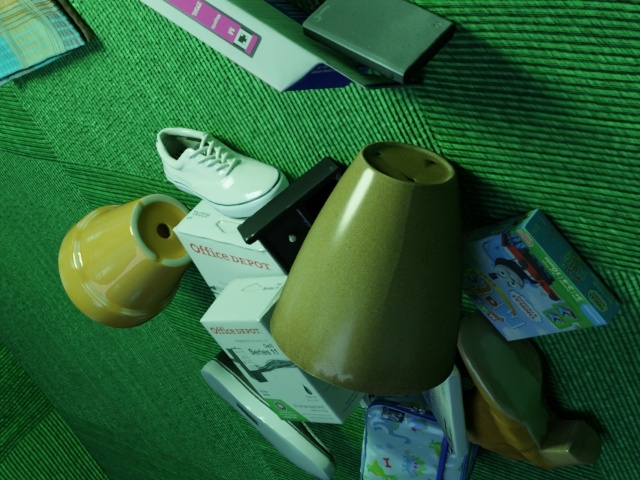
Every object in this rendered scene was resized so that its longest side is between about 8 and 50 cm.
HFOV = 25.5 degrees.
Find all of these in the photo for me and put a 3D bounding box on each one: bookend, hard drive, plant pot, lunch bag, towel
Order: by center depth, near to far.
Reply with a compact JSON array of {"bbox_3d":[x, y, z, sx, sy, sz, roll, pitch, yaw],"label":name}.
[{"bbox_3d":[0.062,-0.226,1.515,0.135,0.094,0.022,30,150,25],"label":"hard drive"},{"bbox_3d":[0.077,0.018,1.718,0.237,0.237,0.254,28,122,27],"label":"plant pot"},{"bbox_3d":[0.000,0.000,1.872,0.156,0.157,0.072,52,180,-19],"label":"bookend"},{"bbox_3d":[0.154,0.316,2.164,0.176,0.090,0.219,16,131,11],"label":"lunch bag"},{"bbox_3d":[-0.510,-0.371,2.167,0.271,0.040,0.370,51,153,-19],"label":"towel"},{"bbox_3d":[-0.296,0.018,2.316,0.205,0.205,0.188,47,139,-9],"label":"plant pot"}]

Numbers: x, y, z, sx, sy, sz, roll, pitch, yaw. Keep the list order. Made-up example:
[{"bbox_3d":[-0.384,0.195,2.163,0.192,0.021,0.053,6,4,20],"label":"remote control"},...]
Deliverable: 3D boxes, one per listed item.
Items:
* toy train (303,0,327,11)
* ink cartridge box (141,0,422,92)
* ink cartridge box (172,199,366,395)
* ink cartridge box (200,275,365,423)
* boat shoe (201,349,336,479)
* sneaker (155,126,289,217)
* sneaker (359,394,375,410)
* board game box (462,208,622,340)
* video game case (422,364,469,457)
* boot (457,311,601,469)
[{"bbox_3d":[-0.039,-0.316,1.597,0.158,0.027,0.036,50,157,-15],"label":"toy train"},{"bbox_3d":[-0.074,-0.247,1.602,0.371,0.176,0.069,32,108,17],"label":"ink cartridge box"},{"bbox_3d":[-0.043,0.069,2.086,0.223,0.129,0.307,12,141,45],"label":"ink cartridge box"},{"bbox_3d":[-0.048,0.154,1.979,0.153,0.087,0.208,-6,127,52],"label":"ink cartridge box"},{"bbox_3d":[-0.071,0.298,2.521,0.306,0.105,0.113,38,159,23],"label":"boat shoe"},{"bbox_3d":[-0.151,-0.102,2.014,0.258,0.094,0.091,16,148,45],"label":"sneaker"},{"bbox_3d":[0.134,0.280,2.245,0.170,0.063,0.075,39,158,13],"label":"sneaker"},{"bbox_3d":[0.249,0.047,1.745,0.160,0.039,0.211,48,155,-11],"label":"board game box"},{"bbox_3d":[0.155,0.177,1.994,0.212,0.023,0.193,77,168,-51],"label":"video game case"},{"bbox_3d":[0.234,0.216,1.957,0.295,0.104,0.211,46,154,-18],"label":"boot"}]
